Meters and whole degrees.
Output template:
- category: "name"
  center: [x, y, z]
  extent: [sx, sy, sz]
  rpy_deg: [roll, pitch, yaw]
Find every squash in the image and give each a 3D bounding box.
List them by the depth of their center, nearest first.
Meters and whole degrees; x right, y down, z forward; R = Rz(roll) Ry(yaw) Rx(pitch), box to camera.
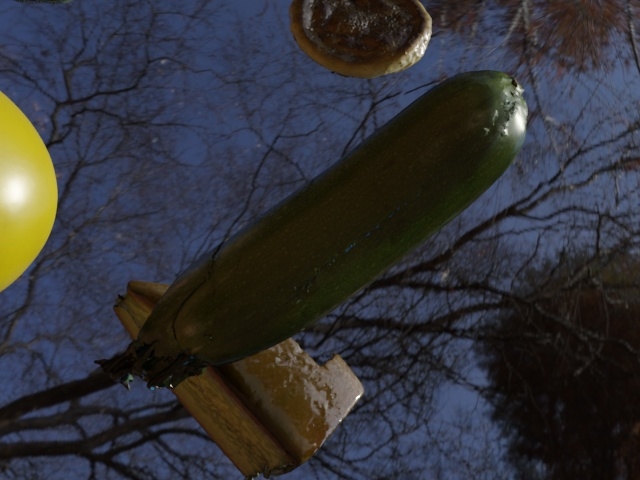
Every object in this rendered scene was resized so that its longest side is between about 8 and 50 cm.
- category: "squash"
  center: [0.001, 0.001, 0.572]
  extent: [0.331, 0.087, 0.087]
  rpy_deg: [-37, -87, -3]

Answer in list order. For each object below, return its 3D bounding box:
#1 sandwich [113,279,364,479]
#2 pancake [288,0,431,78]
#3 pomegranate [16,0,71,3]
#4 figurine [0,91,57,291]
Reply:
- category: "sandwich"
  center: [-0.089, 0.118, 0.864]
  extent: [0.236, 0.128, 0.122]
  rpy_deg: [49, -45, 2]
- category: "pancake"
  center: [0.043, -0.238, 0.936]
  extent: [0.158, 0.158, 0.028]
  rpy_deg: [23, -31, 10]
- category: "pomegranate"
  center: [-0.211, -0.241, 0.682]
  extent: [0.122, 0.161, 0.122]
  rpy_deg: [0, -91, 8]
- category: "figurine"
  center: [-0.341, -0.019, 0.574]
  extent: [0.215, 0.343, 0.187]
  rpy_deg: [27, -63, 25]
